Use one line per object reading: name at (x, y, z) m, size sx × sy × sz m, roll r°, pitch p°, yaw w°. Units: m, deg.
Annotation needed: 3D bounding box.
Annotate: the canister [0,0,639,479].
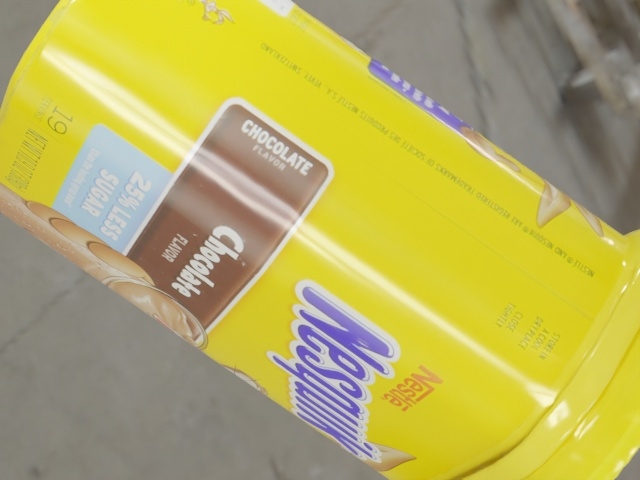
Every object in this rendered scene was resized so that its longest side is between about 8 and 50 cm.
canister at (0.000, 0.000, 0.483) m, size 0.170 × 0.126 × 0.073 m, roll 35°, pitch 68°, yaw -4°
